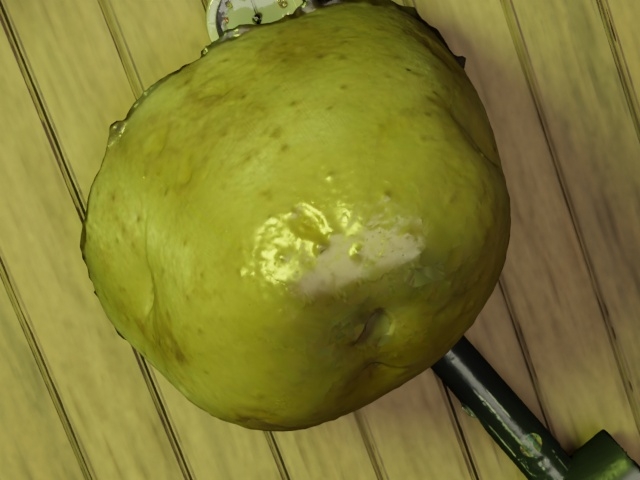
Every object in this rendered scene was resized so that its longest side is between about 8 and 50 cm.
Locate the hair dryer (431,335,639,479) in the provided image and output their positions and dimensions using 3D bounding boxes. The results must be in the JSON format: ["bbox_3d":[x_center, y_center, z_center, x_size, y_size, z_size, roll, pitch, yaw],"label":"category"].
[{"bbox_3d":[0.129,0.141,1.163,0.124,0.071,0.219,-39,99,1],"label":"hair dryer"}]

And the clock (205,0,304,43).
[{"bbox_3d":[-0.010,-0.155,1.083,0.129,0.041,0.087,-40,102,6],"label":"clock"}]

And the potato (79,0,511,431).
[{"bbox_3d":[0.000,0.000,1.009,0.285,0.242,0.242,-34,105,0],"label":"potato"}]
